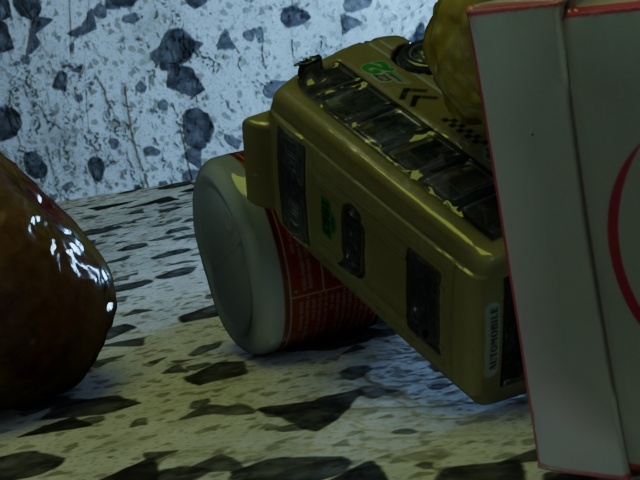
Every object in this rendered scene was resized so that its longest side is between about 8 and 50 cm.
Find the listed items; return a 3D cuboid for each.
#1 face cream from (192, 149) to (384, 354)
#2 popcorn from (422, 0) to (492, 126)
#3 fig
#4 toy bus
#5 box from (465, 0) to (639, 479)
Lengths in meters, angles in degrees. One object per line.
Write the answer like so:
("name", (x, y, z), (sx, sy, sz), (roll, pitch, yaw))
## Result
("face cream", (-0.011, -0.002, 1.636), (0.187, 0.201, 0.201), (-14, 9, -19))
("popcorn", (0.174, -0.162, 1.249), (0.190, 0.191, 0.253), (29, 4, -40))
("fig", (-0.397, 0.078, 1.595), (0.369, 0.286, 0.286), (-35, 10, -3))
("toy bus", (0.098, -0.030, 1.380), (0.202, 0.176, 0.365), (-20, 37, -24))
("box", (0.318, -0.031, 1.022), (0.314, 0.312, 0.300), (-18, 13, -39))
